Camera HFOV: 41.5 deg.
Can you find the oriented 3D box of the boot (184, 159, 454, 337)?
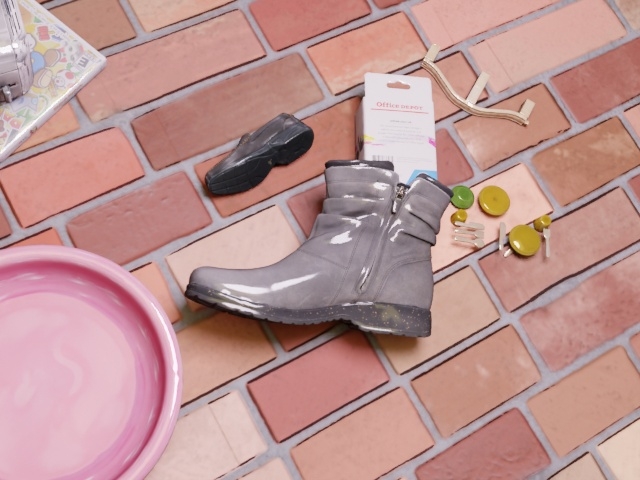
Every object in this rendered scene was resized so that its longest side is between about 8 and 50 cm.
[{"bbox_3d":[0.000,0.000,1.088,0.338,0.118,0.222,8,86,-21],"label":"boot"}]

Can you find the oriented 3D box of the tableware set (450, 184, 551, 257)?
[{"bbox_3d":[0.260,-0.028,1.224,0.154,0.024,0.104,9,67,-7],"label":"tableware set"}]

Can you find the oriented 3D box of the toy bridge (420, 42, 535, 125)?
[{"bbox_3d":[0.235,-0.225,1.281,0.188,0.026,0.063,31,71,0],"label":"toy bridge"}]

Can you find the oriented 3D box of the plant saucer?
[{"bbox_3d":[-0.332,0.172,0.999,0.332,0.084,0.332,4,70,-10],"label":"plant saucer"}]

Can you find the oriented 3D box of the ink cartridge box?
[{"bbox_3d":[0.106,-0.143,1.207,0.104,0.061,0.181,3,72,-10],"label":"ink cartridge box"}]

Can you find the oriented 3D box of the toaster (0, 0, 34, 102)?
[{"bbox_3d":[-0.456,-0.269,1.073,0.146,0.129,0.227,-15,73,-20],"label":"toaster"}]

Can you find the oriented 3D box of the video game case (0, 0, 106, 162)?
[{"bbox_3d":[-0.446,-0.247,1.147,0.227,0.026,0.206,39,69,3],"label":"video game case"}]

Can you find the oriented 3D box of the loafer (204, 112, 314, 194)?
[{"bbox_3d":[-0.092,-0.120,1.167,0.170,0.062,0.061,-30,58,-23],"label":"loafer"}]
